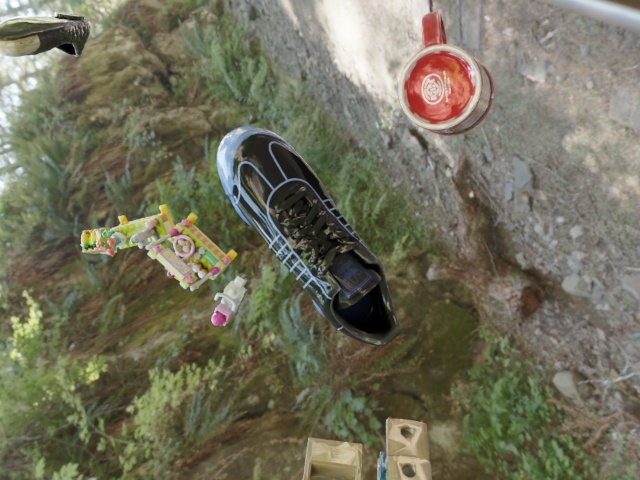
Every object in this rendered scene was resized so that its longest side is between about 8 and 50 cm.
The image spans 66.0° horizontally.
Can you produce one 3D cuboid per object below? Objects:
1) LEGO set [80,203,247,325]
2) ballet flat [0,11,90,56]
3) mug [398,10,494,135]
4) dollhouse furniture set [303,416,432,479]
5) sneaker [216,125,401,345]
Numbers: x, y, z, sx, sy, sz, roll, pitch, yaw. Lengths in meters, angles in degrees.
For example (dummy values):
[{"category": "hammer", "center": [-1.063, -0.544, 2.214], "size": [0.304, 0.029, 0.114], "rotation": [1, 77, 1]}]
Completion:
[{"category": "LEGO set", "center": [-0.246, 0.024, 0.719], "size": [0.107, 0.287, 0.132], "rotation": [-50, -19, -63]}, {"category": "ballet flat", "center": [-0.281, -0.207, 0.514], "size": [0.173, 0.058, 0.049], "rotation": [-94, 11, -63]}, {"category": "mug", "center": [0.144, -0.199, 0.617], "size": [0.150, 0.113, 0.169], "rotation": [50, -156, 2]}, {"category": "dollhouse furniture set", "center": [0.069, 0.364, 0.773], "size": [0.129, 0.184, 0.129], "rotation": [-80, -5, -53]}, {"category": "sneaker", "center": [0.000, 0.000, 0.437], "size": [0.232, 0.081, 0.090], "rotation": [55, 165, -27]}]
